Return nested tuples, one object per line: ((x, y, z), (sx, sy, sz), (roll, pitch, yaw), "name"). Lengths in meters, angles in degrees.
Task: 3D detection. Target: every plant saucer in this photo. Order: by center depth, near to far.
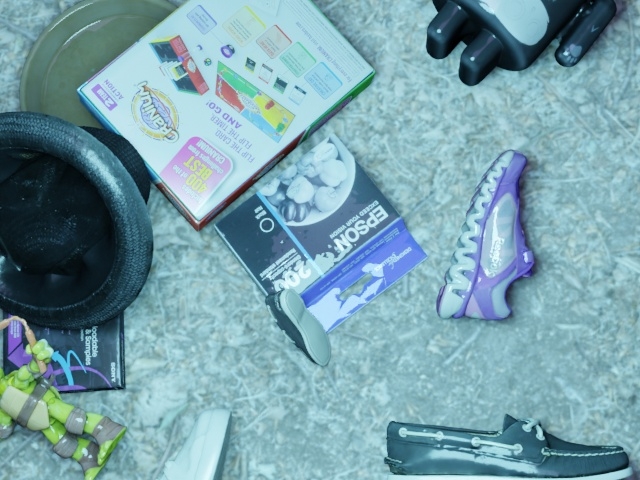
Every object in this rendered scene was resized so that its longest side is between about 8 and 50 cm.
((-0.276, -0.208, 1.805), (0.278, 0.041, 0.278), (-1, 78, 6), "plant saucer")

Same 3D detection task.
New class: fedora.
((-0.331, -0.045, 1.684), (0.334, 0.152, 0.334), (13, 122, 21), "fedora")

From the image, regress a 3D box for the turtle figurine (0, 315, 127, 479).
((-0.366, 0.225, 1.677), (0.217, 0.087, 0.269), (34, 118, 0), "turtle figurine")

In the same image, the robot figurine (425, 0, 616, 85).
((0.257, -0.334, 1.715), (0.278, 0.173, 0.209), (-49, 120, -5), "robot figurine")

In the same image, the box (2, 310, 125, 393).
((-0.340, 0.144, 1.737), (0.162, 0.029, 0.116), (-5, 77, 4), "box")

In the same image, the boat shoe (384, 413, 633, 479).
((0.228, 0.259, 1.609), (0.302, 0.114, 0.091), (-3, 83, 4), "boat shoe")

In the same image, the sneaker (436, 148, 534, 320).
((0.231, 0.002, 1.684), (0.104, 0.095, 0.236), (19, 85, 3), "sneaker")

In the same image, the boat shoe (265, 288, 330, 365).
((-0.029, 0.113, 1.683), (0.038, 0.125, 0.046), (-10, 39, 33), "boat shoe")

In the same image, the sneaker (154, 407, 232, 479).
((-0.222, 0.333, 1.642), (0.169, 0.108, 0.292), (17, 81, 6), "sneaker")

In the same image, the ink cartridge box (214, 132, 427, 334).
((0.000, 0.000, 1.727), (0.206, 0.045, 0.208), (-38, 78, -3), "ink cartridge box")

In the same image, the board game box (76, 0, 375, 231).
((-0.124, -0.204, 1.739), (0.316, 0.064, 0.242), (-41, 85, -11), "board game box")
